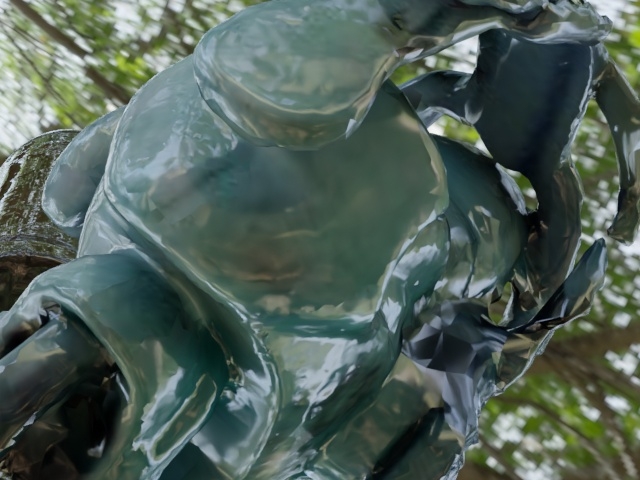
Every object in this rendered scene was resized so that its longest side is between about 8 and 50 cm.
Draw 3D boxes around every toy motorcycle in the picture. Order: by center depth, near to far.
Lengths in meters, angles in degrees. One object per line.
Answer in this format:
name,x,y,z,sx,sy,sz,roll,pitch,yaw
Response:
toy motorcycle,0.000,0.000,0.515,0.154,0.260,0.206,44,-73,14

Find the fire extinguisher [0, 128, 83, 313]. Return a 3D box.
fire extinguisher,-0.098,0.008,0.726,0.089,0.268,0.072,29,-78,-10
